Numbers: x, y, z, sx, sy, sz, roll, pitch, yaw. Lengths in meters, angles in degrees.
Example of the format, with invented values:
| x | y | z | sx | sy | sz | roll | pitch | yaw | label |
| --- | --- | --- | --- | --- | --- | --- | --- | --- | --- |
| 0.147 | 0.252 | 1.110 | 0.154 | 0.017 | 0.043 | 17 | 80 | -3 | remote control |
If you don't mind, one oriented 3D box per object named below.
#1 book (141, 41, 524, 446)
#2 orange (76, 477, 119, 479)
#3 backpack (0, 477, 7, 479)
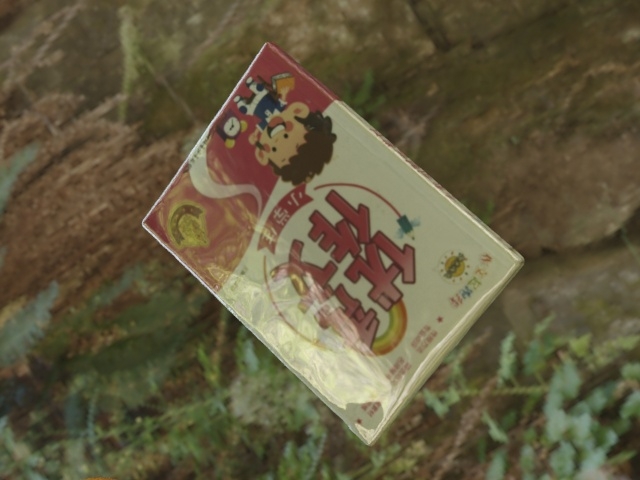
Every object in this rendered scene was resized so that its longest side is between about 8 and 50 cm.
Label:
| x | y | z | sx | sy | sz | roll | pitch | yaw | label |
| --- | --- | --- | --- | --- | --- | --- | --- | --- | --- |
| 0.000 | 0.000 | 0.814 | 0.232 | 0.162 | 0.022 | 43 | -161 | 19 | book |
| -0.290 | 0.428 | 1.566 | 0.246 | 0.246 | 0.246 | 57 | -175 | -8 | orange |
| -0.441 | 0.309 | 1.391 | 0.258 | 0.133 | 0.206 | 12 | 173 | -41 | backpack |
